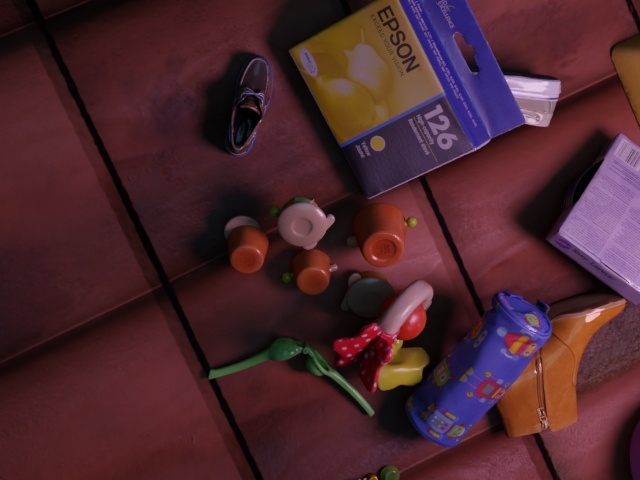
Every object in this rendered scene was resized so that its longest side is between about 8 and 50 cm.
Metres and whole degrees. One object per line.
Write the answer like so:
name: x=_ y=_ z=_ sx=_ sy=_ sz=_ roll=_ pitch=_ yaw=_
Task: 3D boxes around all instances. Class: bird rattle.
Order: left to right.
bird rattle: x=0.113 y=0.150 z=1.754 sx=0.143 sy=0.253 sz=0.207 roll=34 pitch=86 yaw=24

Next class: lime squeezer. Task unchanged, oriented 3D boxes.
lime squeezer: x=-0.036 y=0.233 z=1.834 sx=0.310 sy=0.059 sz=0.110 roll=15 pitch=90 yaw=-10

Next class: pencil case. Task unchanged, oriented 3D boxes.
pencil case: x=0.274 y=0.219 z=1.800 sx=0.119 sy=0.133 sz=0.306 roll=21 pitch=118 yaw=-29

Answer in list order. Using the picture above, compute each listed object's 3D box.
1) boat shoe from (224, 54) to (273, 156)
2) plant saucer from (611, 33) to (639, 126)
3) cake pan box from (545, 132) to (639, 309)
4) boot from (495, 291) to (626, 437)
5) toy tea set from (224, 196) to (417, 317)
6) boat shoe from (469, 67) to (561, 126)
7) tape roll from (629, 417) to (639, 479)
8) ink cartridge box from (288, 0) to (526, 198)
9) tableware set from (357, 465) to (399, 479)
boat shoe: x=-0.120 y=-0.236 z=1.797 sx=0.066 sy=0.066 sz=0.183 roll=12 pitch=91 yaw=-9
plant saucer: x=0.758 y=-0.275 z=1.923 sx=0.333 sy=0.081 sz=0.333 roll=-25 pitch=96 yaw=-6
cake pan box: x=0.571 y=-0.029 z=1.863 sx=0.267 sy=0.070 sz=0.245 roll=35 pitch=68 yaw=-1
boot: x=0.448 y=0.231 z=1.894 sx=0.295 sy=0.104 sz=0.211 roll=-21 pitch=100 yaw=-2
toy tea set: x=0.000 y=0.000 z=1.822 sx=0.336 sy=0.124 sz=0.200 roll=17 pitch=119 yaw=-12
boat shoe: x=0.281 y=-0.257 z=1.837 sx=0.302 sy=0.109 sz=0.094 roll=5 pitch=105 yaw=-5
tape roll: x=0.719 y=0.407 z=1.900 sx=0.275 sy=0.090 sz=0.274 roll=2 pitch=75 yaw=-8
ink cartridge box: x=0.144 y=-0.264 z=1.761 sx=0.307 sy=0.072 sz=0.303 roll=-25 pitch=96 yaw=30
tableware set: x=0.116 y=0.495 z=1.886 sx=0.104 sy=0.024 sz=0.154 roll=-15 pitch=93 yaw=-11
